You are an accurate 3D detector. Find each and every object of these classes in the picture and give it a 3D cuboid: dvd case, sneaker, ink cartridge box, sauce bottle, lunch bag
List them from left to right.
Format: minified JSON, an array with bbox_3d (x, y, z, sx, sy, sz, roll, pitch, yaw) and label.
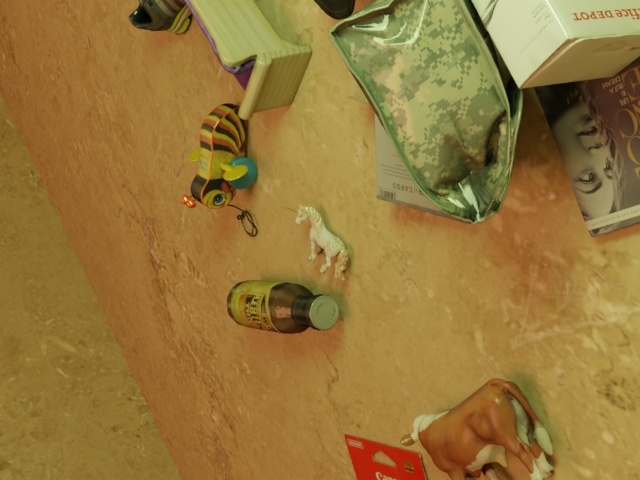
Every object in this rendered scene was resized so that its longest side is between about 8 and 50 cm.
[{"bbox_3d":[-0.321,-0.534,1.673,0.111,0.121,0.300,61,148,16],"label":"sneaker"},{"bbox_3d":[-0.082,0.139,1.675,0.344,0.111,0.111,-4,103,59],"label":"sauce bottle"},{"bbox_3d":[0.132,0.530,1.602,0.275,0.060,0.238,-8,101,59],"label":"ink cartridge box"},{"bbox_3d":[0.156,-0.156,1.181,0.179,0.030,0.238,19,123,39],"label":"dvd case"},{"bbox_3d":[0.156,-0.177,0.973,0.169,0.235,0.287,-26,103,18],"label":"lunch bag"},{"bbox_3d":[0.246,-0.280,0.856,0.092,0.160,0.219,-47,60,55],"label":"ink cartridge box"},{"bbox_3d":[0.345,-0.126,0.940,0.164,0.018,0.221,-25,85,59],"label":"dvd case"}]

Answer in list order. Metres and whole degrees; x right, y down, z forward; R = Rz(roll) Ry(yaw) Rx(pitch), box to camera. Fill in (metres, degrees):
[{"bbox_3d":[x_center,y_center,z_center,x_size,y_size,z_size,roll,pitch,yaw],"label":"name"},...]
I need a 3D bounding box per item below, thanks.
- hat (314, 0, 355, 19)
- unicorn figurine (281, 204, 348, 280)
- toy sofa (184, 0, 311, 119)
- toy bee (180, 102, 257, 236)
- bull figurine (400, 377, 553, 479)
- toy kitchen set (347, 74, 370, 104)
[{"bbox_3d":[0.067,-0.457,1.088,0.331,0.134,0.331,174,90,-74],"label":"hat"},{"bbox_3d":[0.000,0.000,1.530,0.162,0.060,0.111,29,131,27],"label":"unicorn figurine"},{"bbox_3d":[-0.189,-0.407,1.482,0.362,0.177,0.150,57,146,20],"label":"toy sofa"},{"bbox_3d":[-0.217,-0.132,1.693,0.195,0.162,0.298,-3,104,56],"label":"toy bee"},{"bbox_3d":[0.248,0.330,1.269,0.188,0.101,0.310,56,149,17],"label":"bull figurine"},{"bbox_3d":[0.095,-0.260,1.251,0.075,0.068,0.083,22,121,12],"label":"toy kitchen set"}]
